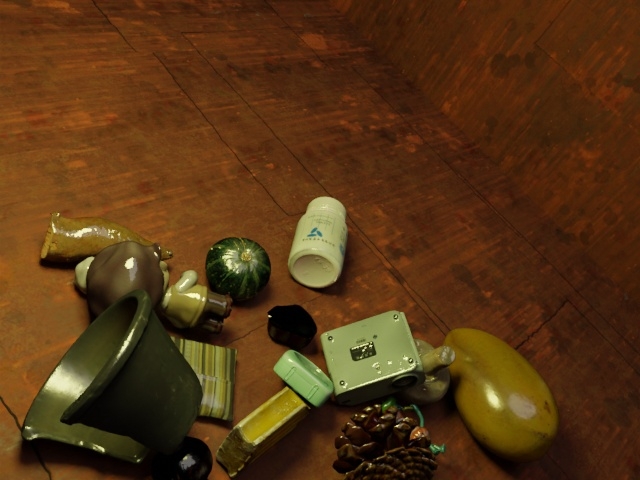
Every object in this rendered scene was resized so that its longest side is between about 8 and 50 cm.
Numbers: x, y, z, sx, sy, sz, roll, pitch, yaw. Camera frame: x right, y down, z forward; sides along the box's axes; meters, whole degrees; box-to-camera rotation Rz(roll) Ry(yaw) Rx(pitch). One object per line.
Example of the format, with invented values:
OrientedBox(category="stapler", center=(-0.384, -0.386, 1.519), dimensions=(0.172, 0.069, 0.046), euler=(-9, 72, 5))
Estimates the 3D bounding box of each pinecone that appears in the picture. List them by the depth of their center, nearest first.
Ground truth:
OrientedBox(category="pinecone", center=(0.152, 0.528, 1.691), dimensions=(0.264, 0.264, 0.264), euler=(20, 41, -18))

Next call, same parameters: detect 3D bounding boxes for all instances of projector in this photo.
OrientedBox(category="projector", center=(0.141, 0.324, 1.894), dimensions=(0.250, 0.108, 0.198), euler=(-17, 52, 2))

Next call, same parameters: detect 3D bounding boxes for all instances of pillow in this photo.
OrientedBox(category="pillow", center=(-0.308, 0.337, 1.691), dimensions=(0.212, 0.052, 0.208), euler=(15, 44, -19))

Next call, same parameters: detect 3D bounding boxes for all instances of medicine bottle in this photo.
OrientedBox(category="medicine bottle", center=(0.000, 0.000, 2.177), dimensions=(0.170, 0.170, 0.293), euler=(26, 38, -11))

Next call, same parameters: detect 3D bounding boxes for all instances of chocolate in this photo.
OrientedBox(category="chocolate", center=(-0.090, 0.241, 1.935), dimensions=(0.148, 0.080, 0.125), euler=(19, 29, -9))

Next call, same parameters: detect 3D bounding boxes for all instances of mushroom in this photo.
OrientedBox(category="mushroom", center=(0.297, 0.364, 1.978), dimensions=(0.207, 0.215, 0.207), euler=(19, 50, -24))

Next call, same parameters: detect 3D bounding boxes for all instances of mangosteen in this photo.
OrientedBox(category="mangosteen", center=(-0.291, 0.504, 1.489), dimensions=(0.137, 0.137, 0.151), euler=(-40, 113, -51))

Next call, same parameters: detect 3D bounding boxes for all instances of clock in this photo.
OrientedBox(category="clock", center=(-0.038, 0.358, 1.809), dimensions=(0.159, 0.066, 0.211), euler=(40, 0, 7))

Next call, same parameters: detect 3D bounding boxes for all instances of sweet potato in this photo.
OrientedBox(category="sweet potato", center=(-0.553, 0.006, 1.805), dimensions=(0.336, 0.131, 0.131), euler=(7, 46, -31))

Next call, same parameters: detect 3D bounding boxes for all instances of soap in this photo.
OrientedBox(category="soap", center=(-0.120, 0.439, 1.639), dimensions=(0.080, 0.160, 0.257), euler=(44, 38, 14))

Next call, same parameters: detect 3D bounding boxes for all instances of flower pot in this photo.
OrientedBox(category="flower pot", center=(-0.404, 0.312, 1.456), dimensions=(0.251, 0.379, 0.379), euler=(41, 35, -21))

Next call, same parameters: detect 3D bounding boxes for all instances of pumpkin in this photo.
OrientedBox(category="pumpkin", center=(-0.232, 0.079, 1.942), dimensions=(0.190, 0.146, 0.190), euler=(5, 62, -9))

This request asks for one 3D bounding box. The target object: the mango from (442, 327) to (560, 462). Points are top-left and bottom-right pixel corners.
OrientedBox(category="mango", center=(0.525, 0.448, 2.052), dimensions=(0.300, 0.232, 0.446), euler=(-6, 46, -34))

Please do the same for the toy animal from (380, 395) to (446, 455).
OrientedBox(category="toy animal", center=(0.253, 0.511, 1.883), dimensions=(0.103, 0.100, 0.208), euler=(-43, 63, -13))

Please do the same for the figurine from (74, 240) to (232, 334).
OrientedBox(category="figurine", center=(-0.410, 0.119, 1.730), dimensions=(0.364, 0.218, 0.206), euler=(13, 41, -35))
